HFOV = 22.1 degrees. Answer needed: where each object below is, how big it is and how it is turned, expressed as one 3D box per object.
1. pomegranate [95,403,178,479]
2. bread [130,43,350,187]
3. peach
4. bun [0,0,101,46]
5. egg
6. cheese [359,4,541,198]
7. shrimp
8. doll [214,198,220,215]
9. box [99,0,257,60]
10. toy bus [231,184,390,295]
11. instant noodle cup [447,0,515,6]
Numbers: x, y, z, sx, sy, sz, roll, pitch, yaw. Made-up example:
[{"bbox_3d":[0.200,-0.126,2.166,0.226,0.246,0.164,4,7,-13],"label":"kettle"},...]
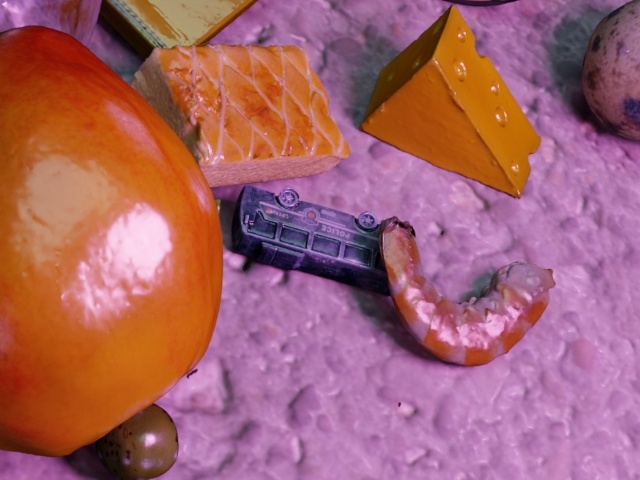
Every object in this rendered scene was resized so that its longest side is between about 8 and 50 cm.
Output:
[{"bbox_3d":[-0.152,0.171,1.332,0.073,0.085,0.073,20,23,-9],"label":"pomegranate"},{"bbox_3d":[-0.071,-0.117,1.503,0.188,0.068,0.125,-7,67,-44],"label":"bread"},{"bbox_3d":[-0.228,-0.001,1.276,0.289,0.289,0.308,-30,105,-31],"label":"peach"},{"bbox_3d":[-0.361,-0.244,1.447,0.361,0.211,0.362,6,52,-8],"label":"bun"},{"bbox_3d":[0.341,-0.181,1.669,0.141,0.141,0.182,28,46,2],"label":"egg"},{"bbox_3d":[0.147,-0.122,1.612,0.171,0.126,0.093,37,46,-14],"label":"cheese"},{"bbox_3d":[0.128,0.030,1.494,0.161,0.049,0.166,-38,94,-28],"label":"shrimp"},{"bbox_3d":[-0.129,-0.069,1.507,0.115,0.050,0.190,38,50,-2],"label":"doll"},{"bbox_3d":[-0.108,-0.301,1.627,0.153,0.041,0.279,47,66,0],"label":"box"},{"bbox_3d":[0.000,0.000,1.500,0.166,0.047,0.065,16,58,-7],"label":"toy bus"},{"bbox_3d":[0.180,-0.414,1.737,0.244,0.244,0.255,23,46,-1],"label":"instant noodle cup"}]
